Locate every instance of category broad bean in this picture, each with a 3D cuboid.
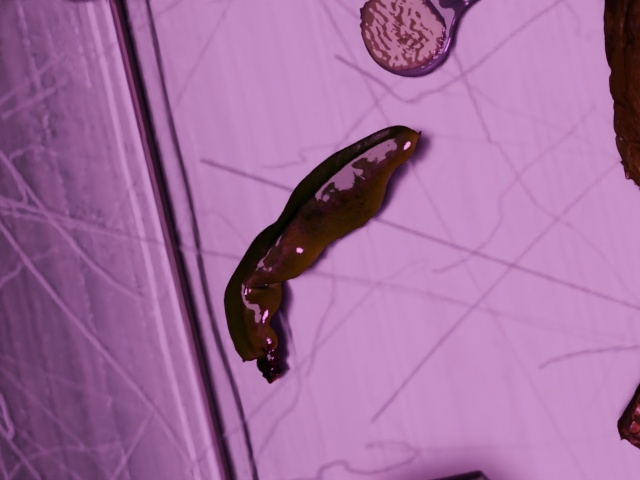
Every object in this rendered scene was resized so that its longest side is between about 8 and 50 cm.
[{"bbox_3d":[-0.008,-0.002,1.219,0.061,0.046,0.195,30,102,-2],"label":"broad bean"}]

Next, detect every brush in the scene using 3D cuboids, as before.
[{"bbox_3d":[0.135,-0.199,1.192,0.266,0.027,0.062,-38,85,10],"label":"brush"}]

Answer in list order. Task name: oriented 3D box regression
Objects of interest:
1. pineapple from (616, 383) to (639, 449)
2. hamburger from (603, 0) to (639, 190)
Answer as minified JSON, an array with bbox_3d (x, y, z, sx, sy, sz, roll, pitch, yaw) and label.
[{"bbox_3d":[0.250,0.126,1.168,0.124,0.058,0.058,27,97,5],"label":"pineapple"},{"bbox_3d":[0.258,-0.122,1.121,0.183,0.130,0.206,-9,92,14],"label":"hamburger"}]
